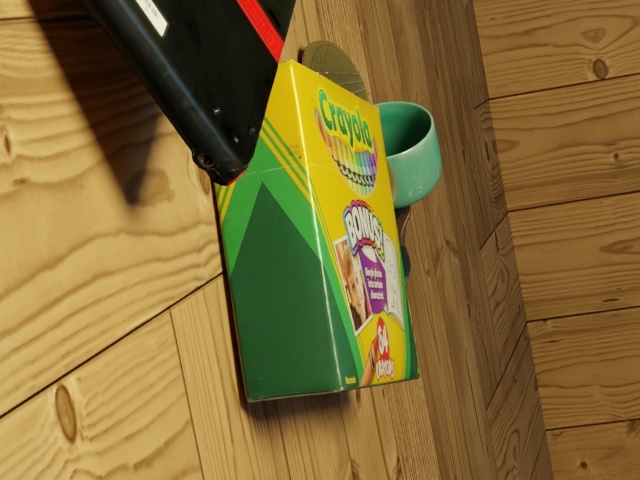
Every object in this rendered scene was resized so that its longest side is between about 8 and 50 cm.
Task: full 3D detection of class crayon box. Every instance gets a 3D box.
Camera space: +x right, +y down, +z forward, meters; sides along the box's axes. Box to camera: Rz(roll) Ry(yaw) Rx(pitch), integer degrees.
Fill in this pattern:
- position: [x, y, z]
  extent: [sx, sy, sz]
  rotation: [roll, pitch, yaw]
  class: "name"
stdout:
- position: [0.000, 0.000, 1.671]
  extent: [0.363, 0.106, 0.313]
  rotation: [10, 71, -75]
  class: "crayon box"

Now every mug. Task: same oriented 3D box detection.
- position: [0.088, -0.107, 2.038]
  extent: [0.157, 0.130, 0.097]
  rotation: [-80, 159, -53]
  class: "mug"

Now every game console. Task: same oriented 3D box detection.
- position: [-0.139, -0.279, 1.277]
  extent: [0.386, 0.060, 0.342]
  rotation: [55, 32, -34]
  class: "game console"

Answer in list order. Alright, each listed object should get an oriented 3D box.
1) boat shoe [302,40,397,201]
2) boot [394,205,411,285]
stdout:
- position: [0.021, -0.126, 1.914]
  extent: [0.073, 0.080, 0.223]
  rotation: [-45, -119, 56]
  class: "boat shoe"
- position: [0.073, 0.012, 2.072]
  extent: [0.219, 0.082, 0.106]
  rotation: [-89, -175, -48]
  class: "boot"
